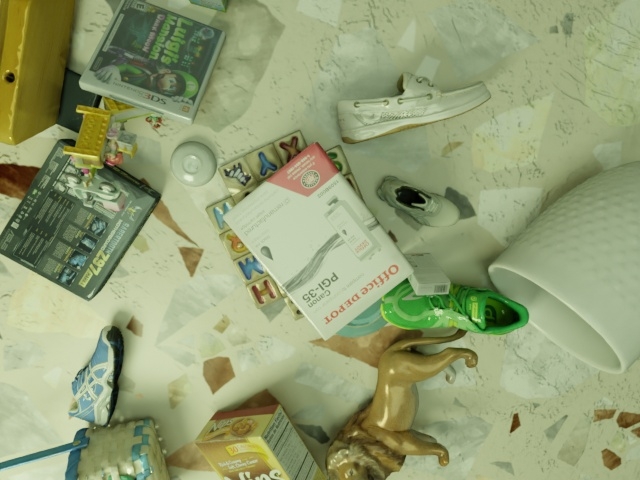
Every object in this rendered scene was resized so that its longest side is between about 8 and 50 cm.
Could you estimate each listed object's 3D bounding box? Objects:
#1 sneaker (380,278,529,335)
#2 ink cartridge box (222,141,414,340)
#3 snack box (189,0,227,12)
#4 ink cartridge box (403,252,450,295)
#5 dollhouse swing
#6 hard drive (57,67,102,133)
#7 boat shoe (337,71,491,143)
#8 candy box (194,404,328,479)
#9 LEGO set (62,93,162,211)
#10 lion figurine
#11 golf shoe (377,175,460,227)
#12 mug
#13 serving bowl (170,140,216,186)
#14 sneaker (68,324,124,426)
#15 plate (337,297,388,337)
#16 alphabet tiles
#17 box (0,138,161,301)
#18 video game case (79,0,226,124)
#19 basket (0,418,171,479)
[{"bbox_3d":[0.263,0.124,0.855,0.295,0.123,0.109,6,74,-8],"label":"sneaker"},{"bbox_3d":[0.000,0.000,0.786,0.207,0.117,0.283,-39,97,3],"label":"ink cartridge box"},{"bbox_3d":[-0.164,-0.457,0.637,0.070,0.207,0.174,11,103,-9],"label":"snack box"},{"bbox_3d":[0.202,0.064,0.855,0.063,0.115,0.029,-2,116,-6],"label":"ink cartridge box"},{"bbox_3d":[-0.588,-0.286,0.566,0.347,0.305,0.315,15,101,-4],"label":"dollhouse swing"},{"bbox_3d":[-0.452,-0.250,0.748,0.135,0.022,0.094,23,100,-11],"label":"hard drive"},{"bbox_3d":[0.164,-0.252,0.780,0.277,0.098,0.096,-16,105,-1],"label":"boat shoe"},{"bbox_3d":[-0.094,0.489,0.895,0.183,0.087,0.316,-20,108,30],"label":"candy box"},{"bbox_3d":[-0.314,-0.166,0.718,0.132,0.107,0.287,26,55,-4],"label":"LEGO set"},{"bbox_3d":[0.162,0.339,0.919,0.240,0.142,0.392,14,87,-2],"label":"lion figurine"},{"bbox_3d":[0.196,-0.065,0.836,0.176,0.086,0.069,19,99,-12],"label":"golf shoe"},{"bbox_3d":[0.552,0.051,0.833,0.328,0.276,0.374,-45,134,-2],"label":"mug"},{"bbox_3d":[-0.233,-0.138,0.798,0.083,0.027,0.083,-2,104,-7],"label":"serving bowl"},{"bbox_3d":[-0.432,0.262,0.843,0.081,0.080,0.211,12,100,-12],"label":"sneaker"},{"bbox_3d":[0.074,0.112,0.884,0.188,0.024,0.188,-1,103,-5],"label":"plate"},{"bbox_3d":[-0.045,-0.021,0.856,0.285,0.011,0.342,-25,105,-1],"label":"alphabet tiles"},{"bbox_3d":[-0.429,-0.034,0.784,0.183,0.059,0.232,33,97,-12],"label":"box"},{"bbox_3d":[-0.264,-0.295,0.711,0.173,0.022,0.190,17,68,-10],"label":"video game case"},{"bbox_3d":[-0.443,0.487,0.832,0.289,0.201,0.254,-16,106,-13],"label":"basket"}]
